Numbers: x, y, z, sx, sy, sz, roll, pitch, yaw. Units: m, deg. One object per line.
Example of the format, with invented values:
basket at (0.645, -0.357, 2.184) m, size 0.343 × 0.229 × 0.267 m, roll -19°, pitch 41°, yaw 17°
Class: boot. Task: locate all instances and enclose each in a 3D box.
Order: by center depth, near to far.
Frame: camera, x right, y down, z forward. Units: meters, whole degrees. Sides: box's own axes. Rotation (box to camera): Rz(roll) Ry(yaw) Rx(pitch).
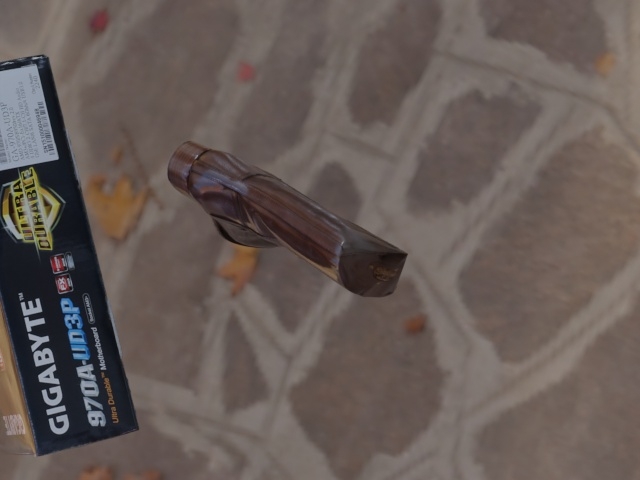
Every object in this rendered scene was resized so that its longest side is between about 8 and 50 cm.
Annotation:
boot at (0.000, 0.000, 0.813) m, size 0.114 × 0.106 × 0.037 m, roll 25°, pitch 90°, yaw 34°

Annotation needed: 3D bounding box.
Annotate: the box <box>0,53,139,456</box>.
box at (-0.150, 0.016, 0.915) m, size 0.220 × 0.051 × 0.175 m, roll 161°, pitch 95°, yaw -73°
